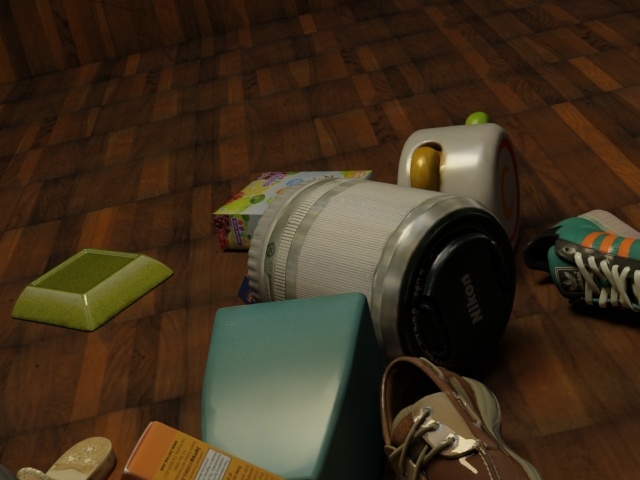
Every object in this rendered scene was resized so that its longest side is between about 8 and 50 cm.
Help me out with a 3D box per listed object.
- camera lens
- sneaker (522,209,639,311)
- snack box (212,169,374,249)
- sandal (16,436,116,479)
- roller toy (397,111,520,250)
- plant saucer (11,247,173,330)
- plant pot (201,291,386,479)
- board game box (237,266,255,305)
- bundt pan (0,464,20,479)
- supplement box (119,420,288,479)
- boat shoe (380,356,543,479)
[{"bbox_3d":[0.074,0.042,1.324,0.219,0.219,0.274,-31,29,-35],"label":"camera lens"},{"bbox_3d":[0.347,0.043,1.335,0.121,0.108,0.302,-19,16,-11],"label":"sneaker"},{"bbox_3d":[-0.037,-0.049,1.778,0.207,0.070,0.174,2,27,27],"label":"snack box"},{"bbox_3d":[-0.298,0.267,1.191,0.088,0.079,0.240,-4,25,20],"label":"sandal"},{"bbox_3d":[0.185,-0.060,1.531,0.146,0.191,0.209,-3,23,22],"label":"roller toy"},{"bbox_3d":[-0.355,0.064,1.720,0.188,0.045,0.188,5,29,36],"label":"plant saucer"},{"bbox_3d":[-0.030,0.194,1.122,0.165,0.165,0.234,-7,32,13],"label":"plant pot"},{"bbox_3d":[0.000,0.000,1.546,0.194,0.194,0.060,-19,54,-43],"label":"board game box"},{"bbox_3d":[-0.307,0.314,0.864,0.330,0.124,0.331,-3,53,4],"label":"bundt pan"},{"bbox_3d":[-0.063,0.249,0.972,0.233,0.078,0.080,23,29,-1],"label":"supplement box"},{"bbox_3d":[0.111,0.204,1.026,0.123,0.116,0.324,-53,15,9],"label":"boat shoe"}]
